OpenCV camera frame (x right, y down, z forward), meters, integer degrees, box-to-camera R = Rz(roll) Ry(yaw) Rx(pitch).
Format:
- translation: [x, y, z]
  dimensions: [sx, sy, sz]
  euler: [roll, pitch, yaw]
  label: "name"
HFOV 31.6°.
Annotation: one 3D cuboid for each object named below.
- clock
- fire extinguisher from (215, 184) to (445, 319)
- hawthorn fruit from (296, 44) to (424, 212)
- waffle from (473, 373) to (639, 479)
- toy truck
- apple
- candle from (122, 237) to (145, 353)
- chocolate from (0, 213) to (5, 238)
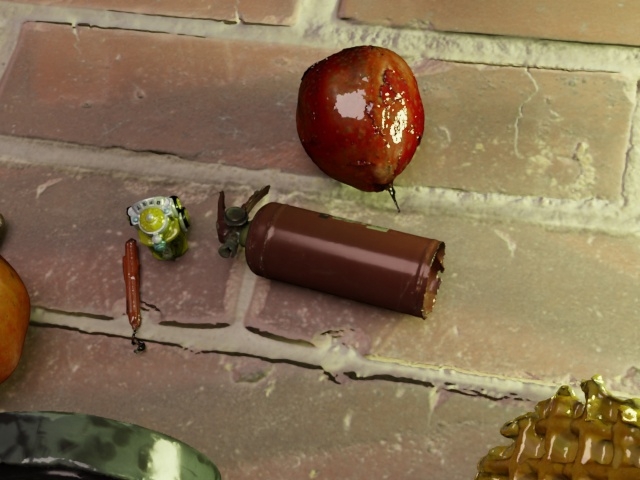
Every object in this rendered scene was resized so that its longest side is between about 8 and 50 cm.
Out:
- translation: [-0.271, 0.284, 1.296]
  dimensions: [0.324, 0.325, 0.067]
  euler: [0, 59, 10]
  label: "clock"
- translation: [0.000, 0.000, 1.511]
  dimensions: [0.336, 0.107, 0.147]
  euler: [15, 43, 16]
  label: "fire extinguisher"
- translation: [0.067, -0.149, 1.531]
  dimensions: [0.181, 0.181, 0.235]
  euler: [-22, 73, -1]
  label: "hawthorn fruit"
- translation: [0.279, 0.315, 1.233]
  dimensions: [0.302, 0.068, 0.325]
  euler: [-52, 37, 21]
  label: "waffle"
- translation: [-0.219, -0.014, 1.545]
  dimensions: [0.076, 0.111, 0.077]
  euler: [-15, 69, 4]
  label: "toy truck"
- translation: [-0.491, 0.093, 1.483]
  dimensions: [0.233, 0.234, 0.234]
  euler: [-4, 64, 8]
  label: "apple"
- translation: [-0.258, 0.078, 1.558]
  dimensions: [0.026, 0.021, 0.167]
  euler: [-23, 61, 28]
  label: "candle"
- translation: [-0.500, -0.020, 1.641]
  dimensions: [0.100, 0.031, 0.065]
  euler: [13, 85, 20]
  label: "chocolate"
